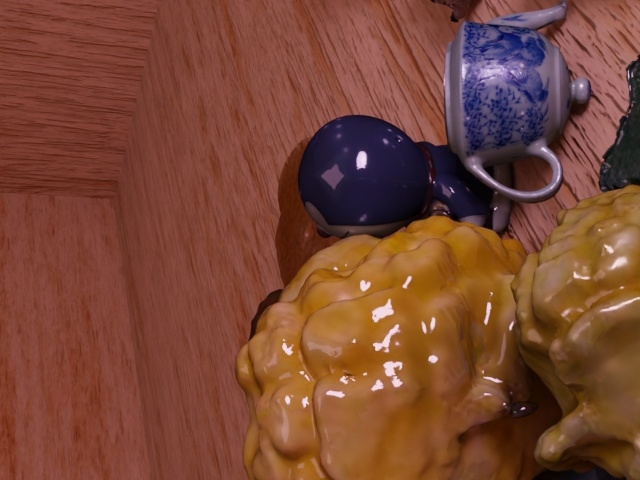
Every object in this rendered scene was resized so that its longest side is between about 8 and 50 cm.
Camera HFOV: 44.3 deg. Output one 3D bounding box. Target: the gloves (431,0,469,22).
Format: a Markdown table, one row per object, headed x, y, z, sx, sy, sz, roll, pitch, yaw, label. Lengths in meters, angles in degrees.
| x | y | z | sx | sy | sz | roll | pitch | yaw | label |
| --- | --- | --- | --- | --- | --- | --- | --- | --- | --- |
| 0.159 | -0.355 | 0.981 | 0.144 | 0.094 | 0.110 | 62 | 155 | 16 | gloves |

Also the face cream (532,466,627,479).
| x | y | z | sx | sy | sz | roll | pitch | yaw | label |
| --- | --- | --- | --- | --- | --- | --- | --- | --- | --- |
| 0.229 | 0.276 | 0.792 | 0.250 | 0.077 | 0.077 | 122 | 142 | -50 | face cream |

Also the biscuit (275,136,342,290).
| x | y | z | sx | sy | sz | roll | pitch | yaw | label |
| --- | --- | --- | --- | --- | --- | --- | --- | --- | --- |
| 0.004 | 0.000 | 1.330 | 0.269 | 0.051 | 0.376 | -46 | 48 | 51 | biscuit |

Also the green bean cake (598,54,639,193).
| x | y | z | sx | sy | sz | roll | pitch | yaw | label |
| --- | --- | --- | --- | --- | --- | --- | --- | --- | --- |
| 0.315 | -0.138 | 0.613 | 0.193 | 0.107 | 0.208 | 163 | 108 | -67 | green bean cake |

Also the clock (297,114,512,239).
| x | y | z | sx | sy | sz | roll | pitch | yaw | label |
| --- | --- | --- | --- | --- | --- | --- | --- | --- | --- |
| 0.090 | -0.067 | 0.929 | 0.199 | 0.243 | 0.147 | -155 | 72 | -66 | clock |

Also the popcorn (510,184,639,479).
| x | y | z | sx | sy | sz | roll | pitch | yaw | label |
| --- | --- | --- | --- | --- | --- | --- | --- | --- | --- |
| 0.259 | 0.068 | 0.558 | 0.255 | 0.256 | 0.195 | -63 | 12 | -15 | popcorn |

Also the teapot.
| x | y | z | sx | sy | sz | roll | pitch | yaw | label |
| --- | --- | --- | --- | --- | --- | --- | --- | --- | --- |
| 0.207 | -0.149 | 0.822 | 0.159 | 0.159 | 0.232 | 150 | 128 | -61 | teapot |

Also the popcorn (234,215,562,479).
| x | y | z | sx | sy | sz | roll | pitch | yaw | label |
| --- | --- | --- | --- | --- | --- | --- | --- | --- | --- |
| 0.058 | 0.132 | 0.757 | 0.381 | 0.349 | 0.349 | 18 | 105 | 45 | popcorn |
